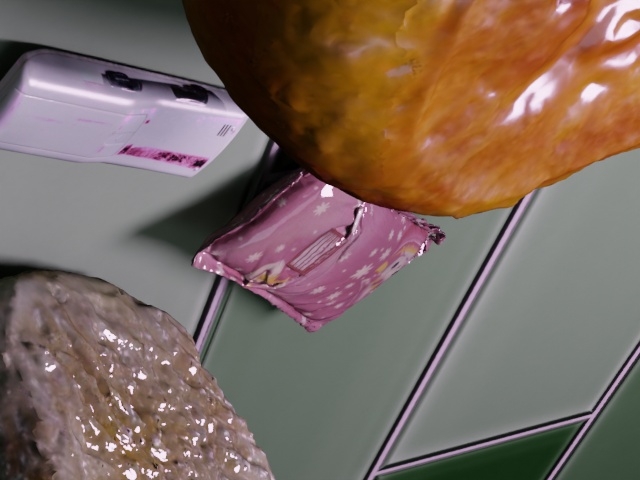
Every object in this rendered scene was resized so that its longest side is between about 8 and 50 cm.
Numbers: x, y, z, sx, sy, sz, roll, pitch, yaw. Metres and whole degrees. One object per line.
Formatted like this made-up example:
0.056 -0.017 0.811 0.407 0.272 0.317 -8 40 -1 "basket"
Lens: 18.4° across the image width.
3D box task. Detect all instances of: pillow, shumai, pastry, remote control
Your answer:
0.000 0.000 1.225 0.118 0.043 0.185 -39 153 7 "pillow"
-0.173 0.150 1.176 0.222 0.225 0.261 -20 140 25 "shumai"
0.097 -0.157 0.936 0.356 0.164 0.356 -21 146 -16 "pastry"
-0.110 -0.061 1.043 0.166 0.029 0.065 9 134 -48 "remote control"
